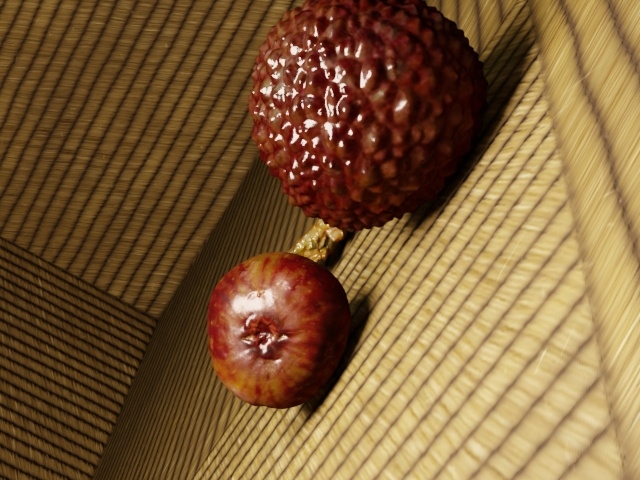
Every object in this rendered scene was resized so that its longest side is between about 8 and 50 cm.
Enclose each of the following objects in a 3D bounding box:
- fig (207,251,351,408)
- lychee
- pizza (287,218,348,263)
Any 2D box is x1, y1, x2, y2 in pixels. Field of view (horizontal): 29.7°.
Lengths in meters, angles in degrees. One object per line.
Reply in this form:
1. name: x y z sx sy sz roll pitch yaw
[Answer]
1. fig: -0.038 0.093 1.386 0.175 0.175 0.207 -58 -10 16
2. lychee: 0.052 -0.156 1.306 0.264 0.264 0.300 -130 51 -80
3. pizza: 0.001 0.000 1.694 0.134 0.046 0.175 -49 3 -41
